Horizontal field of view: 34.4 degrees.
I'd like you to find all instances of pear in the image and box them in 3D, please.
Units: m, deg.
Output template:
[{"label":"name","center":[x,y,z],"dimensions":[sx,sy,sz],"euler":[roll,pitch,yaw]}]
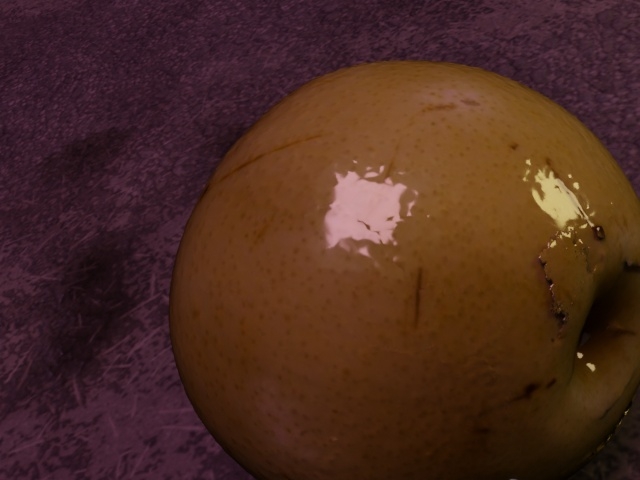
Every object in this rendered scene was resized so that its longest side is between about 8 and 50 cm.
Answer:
[{"label":"pear","center":[0.065,0.039,0.750],"dimensions":[0.348,0.348,0.348],"euler":[-16,38,13]}]

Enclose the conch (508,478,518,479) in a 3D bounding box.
[{"label":"conch","center":[0.155,0.213,0.581],"dimensions":[0.102,0.135,0.153],"euler":[13,20,-13]}]
